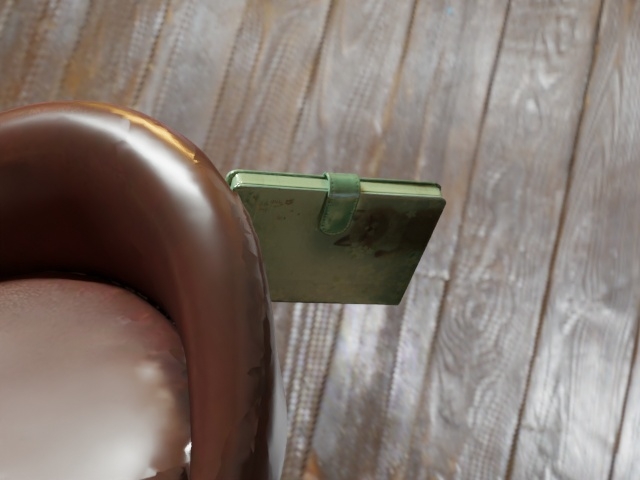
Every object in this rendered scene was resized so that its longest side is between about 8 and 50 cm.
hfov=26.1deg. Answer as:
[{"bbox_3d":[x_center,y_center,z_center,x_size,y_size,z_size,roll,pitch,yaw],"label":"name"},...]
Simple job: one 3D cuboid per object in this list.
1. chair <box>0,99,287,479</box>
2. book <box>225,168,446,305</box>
[{"bbox_3d":[-0.094,0.164,0.553,0.227,0.401,0.226,-8,38,7],"label":"chair"},{"bbox_3d":[0.000,0.000,0.826,0.135,0.103,0.017,3,44,-20],"label":"book"}]
